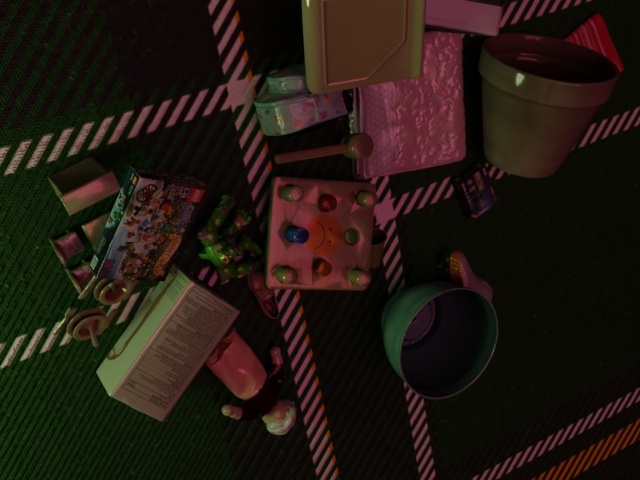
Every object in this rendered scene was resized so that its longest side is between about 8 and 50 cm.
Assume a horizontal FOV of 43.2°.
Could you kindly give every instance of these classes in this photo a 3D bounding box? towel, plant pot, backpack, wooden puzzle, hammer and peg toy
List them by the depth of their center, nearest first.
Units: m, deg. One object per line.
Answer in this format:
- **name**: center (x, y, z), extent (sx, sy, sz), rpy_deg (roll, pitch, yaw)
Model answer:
- **wooden puzzle**: center (0.084, -0.404, 1.588), extent (0.238, 0.044, 0.221), rpy_deg (-8, 132, -6)
- **backpack**: center (-0.047, -0.298, 1.724), extent (0.188, 0.166, 0.144), rpy_deg (-31, 116, -20)
- **hammer and peg toy**: center (-0.002, -0.067, 1.833), extent (0.266, 0.127, 0.361), rpy_deg (2, 95, -23)
- **towel**: center (0.211, -0.325, 1.921), extent (0.317, 0.053, 0.332), rpy_deg (-15, 114, -24)
- **plant pot**: center (0.524, -0.317, 1.966), extent (0.323, 0.323, 0.280), rpy_deg (-10, 126, -25)
- **plant pot**: center (0.121, 0.023, 1.977), extent (0.083, 0.083, 0.079), rpy_deg (-17, 126, -23)
- **plant pot**: center (0.274, 0.226, 2.049), extent (0.293, 0.196, 0.293), rpy_deg (-9, 110, -25)
- **towel**: center (0.678, -0.447, 2.143), extent (0.275, 0.031, 0.199), rpy_deg (-41, 120, -10)

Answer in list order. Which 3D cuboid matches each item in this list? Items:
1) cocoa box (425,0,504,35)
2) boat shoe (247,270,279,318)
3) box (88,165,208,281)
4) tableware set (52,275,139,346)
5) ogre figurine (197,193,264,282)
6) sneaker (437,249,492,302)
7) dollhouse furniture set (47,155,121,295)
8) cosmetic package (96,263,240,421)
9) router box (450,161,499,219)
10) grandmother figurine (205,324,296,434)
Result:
- **cocoa box**: center (0.196, -0.573, 1.706), extent (0.347, 0.231, 0.228), rpy_deg (3, 105, -21)
- **boat shoe**: center (-0.129, 0.125, 1.889), extent (0.050, 0.045, 0.135), rpy_deg (-33, 119, -15)
- **box**: center (-0.336, -0.027, 1.583), extent (0.159, 0.044, 0.233), rpy_deg (6, 121, -44)
- **tableware set**: center (-0.448, 0.142, 1.661), extent (0.194, 0.039, 0.128), rpy_deg (-50, 151, 20)
- **ogre figurine**: center (-0.202, 0.010, 1.789), extent (0.118, 0.097, 0.197), rpy_deg (-40, 143, -29)
- **sneaker**: center (0.395, 0.121, 2.150), extent (0.121, 0.099, 0.262), rpy_deg (-34, 127, -23)
- **dollhouse furniture set**: center (-0.430, -0.027, 1.610), extent (0.212, 0.161, 0.242), rpy_deg (-30, 118, -17)
- **cosmetic package**: center (-0.333, 0.220, 1.763), extent (0.153, 0.129, 0.296), rpy_deg (38, 86, -33)
- **router box**: center (0.401, -0.128, 2.094), extent (0.092, 0.038, 0.122), rpy_deg (-36, 119, -14)
- **grandmother figurine**: center (-0.158, 0.339, 1.916), extent (0.208, 0.104, 0.342), rpy_deg (-44, 124, -19)
